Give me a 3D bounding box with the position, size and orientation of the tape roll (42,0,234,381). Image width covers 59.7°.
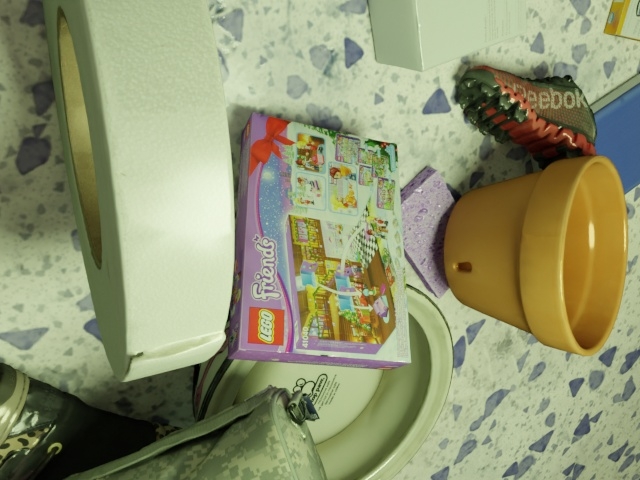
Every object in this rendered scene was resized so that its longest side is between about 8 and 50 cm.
[{"bbox_3d":[-0.167,-0.080,0.463,0.072,0.392,0.392,-10,116,-27],"label":"tape roll"}]

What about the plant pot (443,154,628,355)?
[{"bbox_3d":[0.331,0.016,0.872,0.291,0.203,0.291,-6,98,-46],"label":"plant pot"}]

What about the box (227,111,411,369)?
[{"bbox_3d":[0.000,0.000,0.670,0.201,0.057,0.293,9,65,-20],"label":"box"}]

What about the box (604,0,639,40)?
[{"bbox_3d":[0.556,-0.392,0.969,0.136,0.028,0.081,-3,112,-32],"label":"box"}]

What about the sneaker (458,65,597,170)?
[{"bbox_3d":[0.333,-0.212,0.878,0.276,0.097,0.135,24,75,-21],"label":"sneaker"}]

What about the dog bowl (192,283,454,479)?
[{"bbox_3d":[-0.006,0.212,0.832,0.408,0.150,0.408,-12,117,-25],"label":"dog bowl"}]

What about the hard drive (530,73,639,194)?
[{"bbox_3d":[0.537,-0.161,1.049,0.319,0.040,0.210,-33,123,-14],"label":"hard drive"}]

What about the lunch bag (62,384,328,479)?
[{"bbox_3d":[-0.117,0.325,0.601,0.305,0.212,0.256,-23,95,0],"label":"lunch bag"}]

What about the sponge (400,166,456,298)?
[{"bbox_3d":[0.187,-0.008,0.919,0.117,0.031,0.210,-44,125,-6],"label":"sponge"}]

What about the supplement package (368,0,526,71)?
[{"bbox_3d":[0.167,-0.303,0.733,0.179,0.105,0.105,-24,122,-20],"label":"supplement package"}]

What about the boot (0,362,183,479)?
[{"bbox_3d":[-0.362,0.357,0.704,0.284,0.138,0.377,29,89,-36],"label":"boot"}]
